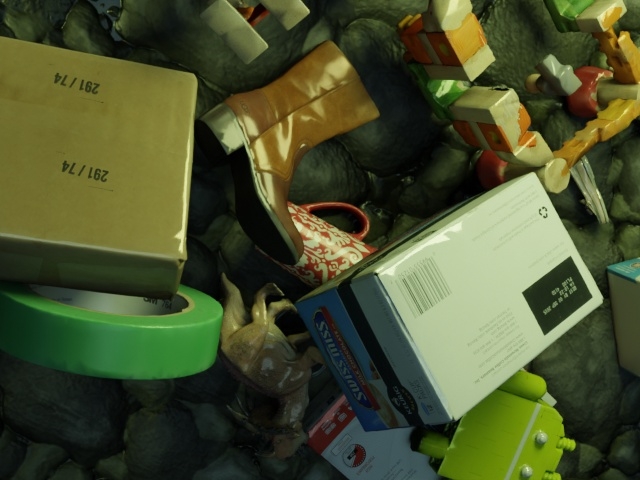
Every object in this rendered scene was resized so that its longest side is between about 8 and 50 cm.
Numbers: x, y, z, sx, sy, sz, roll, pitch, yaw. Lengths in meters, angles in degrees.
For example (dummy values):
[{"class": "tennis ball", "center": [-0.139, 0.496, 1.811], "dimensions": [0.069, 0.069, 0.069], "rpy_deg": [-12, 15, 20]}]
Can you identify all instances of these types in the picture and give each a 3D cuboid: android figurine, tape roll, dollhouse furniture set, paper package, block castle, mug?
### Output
[{"class": "android figurine", "center": [0.290, 0.327, 1.701], "dimensions": [0.273, 0.056, 0.248], "rpy_deg": [22, 95, -15]}, {"class": "tape roll", "center": [-0.300, 0.109, 1.458], "dimensions": [0.321, 0.321, 0.077], "rpy_deg": [7, 99, -15]}, {"class": "dollhouse furniture set", "center": [-0.022, -0.369, 1.426], "dimensions": [0.259, 0.262, 0.135], "rpy_deg": [-36, 112, 23]}, {"class": "paper package", "center": [-0.341, -0.097, 1.412], "dimensions": [0.325, 0.168, 0.309], "rpy_deg": [7, 66, -14]}, {"class": "block castle", "center": [0.287, -0.311, 1.581], "dimensions": [0.303, 0.213, 0.453], "rpy_deg": [-41, 114, -15]}, {"class": "mug", "center": [-0.005, 0.007, 1.639], "dimensions": [0.169, 0.150, 0.113], "rpy_deg": [31, 129, -13]}]

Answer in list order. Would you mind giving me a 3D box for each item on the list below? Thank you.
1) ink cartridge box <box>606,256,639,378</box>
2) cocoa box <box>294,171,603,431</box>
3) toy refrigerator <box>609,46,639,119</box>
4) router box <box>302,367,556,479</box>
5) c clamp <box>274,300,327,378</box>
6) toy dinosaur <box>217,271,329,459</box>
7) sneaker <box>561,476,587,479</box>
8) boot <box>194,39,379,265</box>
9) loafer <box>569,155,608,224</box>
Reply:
[{"class": "ink cartridge box", "center": [0.665, 0.121, 1.763], "dimensions": [0.270, 0.198, 0.197], "rpy_deg": [-14, 103, -12]}, {"class": "cocoa box", "center": [0.187, 0.091, 1.510], "dimensions": [0.347, 0.228, 0.231], "rpy_deg": [-31, 94, -33]}, {"class": "toy refrigerator", "center": [0.623, -0.313, 1.721], "dimensions": [0.269, 0.094, 0.102], "rpy_deg": [-35, 114, -4]}, {"class": "router box", "center": [0.177, 0.285, 1.736], "dimensions": [0.301, 0.082, 0.335], "rpy_deg": [43, 89, -18]}, {"class": "c clamp", "center": [-0.019, 0.155, 1.696], "dimensions": [0.161, 0.022, 0.137], "rpy_deg": [34, 97, -19]}, {"class": "toy dinosaur", "center": [-0.093, 0.190, 1.594], "dimensions": [0.200, 0.127, 0.295], "rpy_deg": [-42, 88, -3]}, {"class": "sneaker", "center": [0.365, 0.490, 1.817], "dimensions": [0.283, 0.107, 0.124], "rpy_deg": [7, 105, -15]}, {"class": "boot", "center": [-0.023, -0.132, 1.564], "dimensions": [0.280, 0.096, 0.264], "rpy_deg": [-34, 93, -31]}, {"class": "loafer", "center": [0.450, -0.082, 1.754], "dimensions": [0.039, 0.045, 0.125], "rpy_deg": [-21, 99, 9]}]
